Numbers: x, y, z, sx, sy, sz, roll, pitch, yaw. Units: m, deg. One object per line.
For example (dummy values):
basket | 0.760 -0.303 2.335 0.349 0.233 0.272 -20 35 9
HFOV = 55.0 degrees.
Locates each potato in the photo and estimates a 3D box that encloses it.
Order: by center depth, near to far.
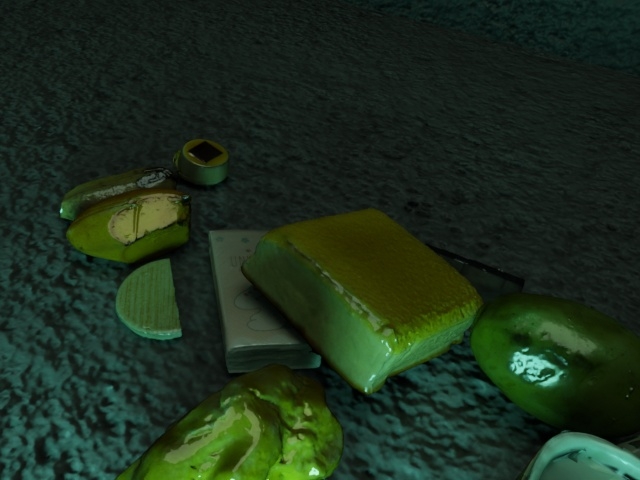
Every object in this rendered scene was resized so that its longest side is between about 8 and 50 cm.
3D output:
potato | 0.394 0.200 1.003 0.304 0.215 0.216 19 39 10

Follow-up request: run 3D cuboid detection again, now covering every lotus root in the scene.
lotus root | -0.434 -0.096 1.339 0.259 0.097 0.110 -15 39 -15

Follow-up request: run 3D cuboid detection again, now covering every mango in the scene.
mango | -0.379 -0.029 1.237 0.252 0.126 0.153 -12 57 -13

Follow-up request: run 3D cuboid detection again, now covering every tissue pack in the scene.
tissue pack | -0.112 0.101 1.154 0.170 0.071 0.325 -2 38 -16

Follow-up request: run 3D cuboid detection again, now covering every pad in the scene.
pad | 0.300 0.091 1.280 0.233 0.022 0.174 20 39 15

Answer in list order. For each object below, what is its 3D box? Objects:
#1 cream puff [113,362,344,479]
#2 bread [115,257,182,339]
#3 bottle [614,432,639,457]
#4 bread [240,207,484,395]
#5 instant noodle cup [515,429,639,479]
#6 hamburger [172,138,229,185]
cream puff | -0.084 0.325 0.728 0.257 0.291 0.324 53 33 16
bread | -0.320 0.116 1.134 0.112 0.036 0.193 -10 44 -14
bottle | 0.425 0.360 0.879 0.253 0.120 0.120 -12 42 -22
bread | 0.082 0.087 1.094 0.333 0.143 0.323 -11 46 -47
instant noodle cup | 0.267 0.388 0.661 0.294 0.307 0.294 4 37 -3
hamburger | -0.289 -0.187 1.489 0.141 0.081 0.126 22 41 -1
